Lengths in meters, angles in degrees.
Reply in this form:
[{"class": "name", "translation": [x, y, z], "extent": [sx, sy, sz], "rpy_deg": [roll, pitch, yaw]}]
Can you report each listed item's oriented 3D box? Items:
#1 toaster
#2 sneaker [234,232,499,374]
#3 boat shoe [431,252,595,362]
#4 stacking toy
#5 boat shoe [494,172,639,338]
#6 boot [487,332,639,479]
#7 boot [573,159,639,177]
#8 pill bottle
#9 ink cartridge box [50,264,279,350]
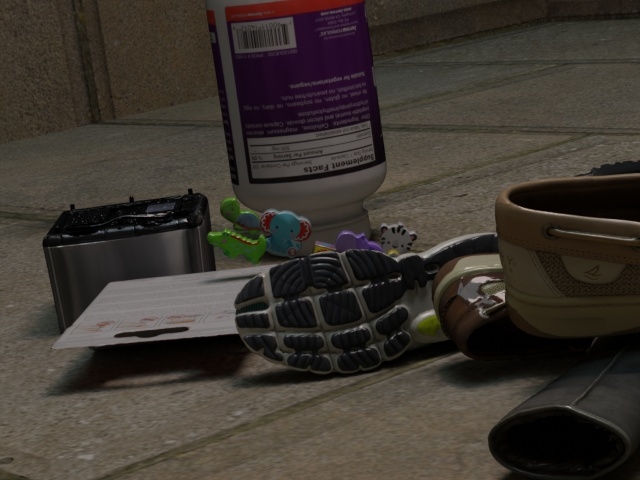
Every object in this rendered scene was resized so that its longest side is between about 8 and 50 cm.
[{"class": "toaster", "translation": [-0.193, 0.019, 1.908], "extent": [0.168, 0.110, 0.185], "rpy_deg": [-8, 11, 0]}, {"class": "sneaker", "translation": [0.056, 0.063, 1.615], "extent": [0.275, 0.107, 0.110], "rpy_deg": [-6, -9, -16]}, {"class": "boat shoe", "translation": [0.225, 0.060, 1.510], "extent": [0.257, 0.095, 0.095], "rpy_deg": [-8, 34, -4]}, {"class": "stacking toy", "translation": [0.000, 0.000, 1.838], "extent": [0.221, 0.052, 0.167], "rpy_deg": [14, 10, -3]}, {"class": "boat shoe", "translation": [0.294, -0.010, 1.291], "extent": [0.341, 0.110, 0.121], "rpy_deg": [-9, 26, 6]}, {"class": "boot", "translation": [0.236, 0.102, 1.275], "extent": [0.190, 0.076, 0.208], "rpy_deg": [-14, 1, 28]}, {"class": "boot", "translation": [0.299, 0.023, 1.409], "extent": [0.246, 0.094, 0.207], "rpy_deg": [-15, 40, -22]}, {"class": "pill bottle", "translation": [-0.023, -0.152, 2.100], "extent": [0.182, 0.323, 0.181], "rpy_deg": [-8, 11, 2]}, {"class": "ink cartridge box", "translation": [-0.136, 0.082, 1.717], "extent": [0.181, 0.056, 0.224], "rpy_deg": [-6, 15, 9]}]
